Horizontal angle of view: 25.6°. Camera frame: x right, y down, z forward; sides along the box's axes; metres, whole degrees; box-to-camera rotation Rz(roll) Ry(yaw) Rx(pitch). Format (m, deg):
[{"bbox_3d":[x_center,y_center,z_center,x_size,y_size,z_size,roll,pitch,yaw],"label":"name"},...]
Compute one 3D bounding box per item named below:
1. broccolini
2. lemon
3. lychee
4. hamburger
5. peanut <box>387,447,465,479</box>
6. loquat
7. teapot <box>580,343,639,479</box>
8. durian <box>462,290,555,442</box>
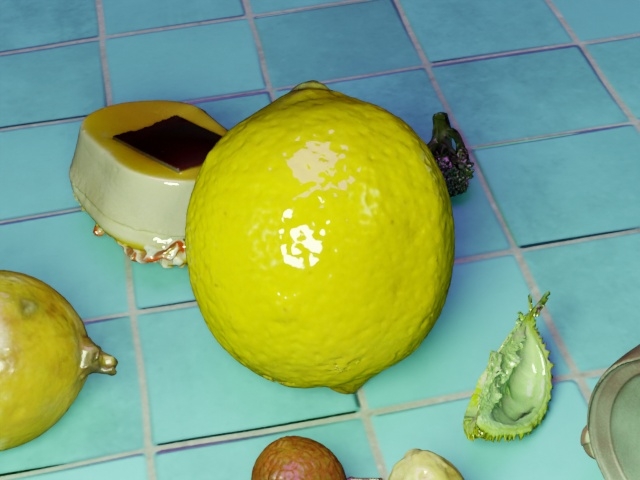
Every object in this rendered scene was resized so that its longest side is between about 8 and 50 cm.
[{"bbox_3d":[0.178,-0.119,1.980,0.091,0.068,0.203,-25,20,22],"label":"broccolini"},{"bbox_3d":[0.000,0.002,1.598,0.336,0.336,0.336,-3,37,2],"label":"lemon"},{"bbox_3d":[-0.017,0.258,1.457,0.114,0.140,0.101,27,82,16],"label":"lychee"},{"bbox_3d":[-0.209,-0.079,1.889,0.227,0.151,0.295,-17,32,-25],"label":"hamburger"},{"bbox_3d":[0.109,0.304,1.368,0.098,0.103,0.229,6,38,-6],"label":"peanut"},{"bbox_3d":[-0.347,0.130,1.579,0.246,0.213,0.213,0,37,6],"label":"loquat"},{"bbox_3d":[0.431,0.161,1.462,0.312,0.233,0.315,-26,13,-36],"label":"teapot"},{"bbox_3d":[0.213,0.152,1.561,0.086,0.100,0.215,15,47,19],"label":"durian"}]
